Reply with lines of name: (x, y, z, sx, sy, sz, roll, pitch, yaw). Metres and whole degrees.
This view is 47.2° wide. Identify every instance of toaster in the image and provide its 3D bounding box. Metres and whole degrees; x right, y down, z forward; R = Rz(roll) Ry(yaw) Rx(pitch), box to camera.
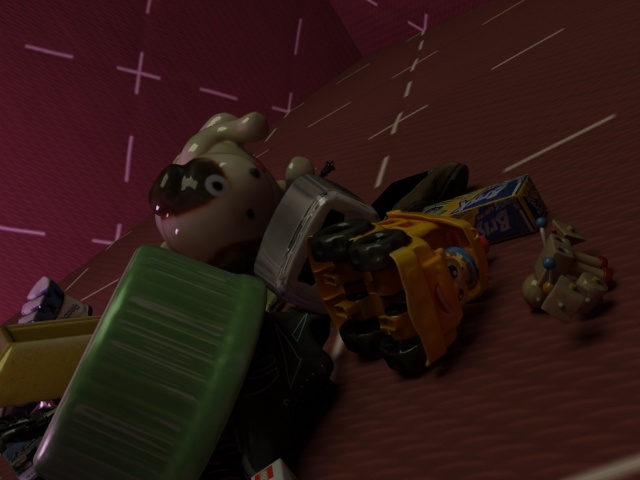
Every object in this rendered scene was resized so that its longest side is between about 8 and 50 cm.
toaster: (0.000, 0.000, 1.068, 0.227, 0.129, 0.146, -64, 22, 5)

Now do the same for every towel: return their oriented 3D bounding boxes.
towel: (-0.098, 0.101, 1.235, 0.110, 0.027, 0.148, -24, 17, 27)

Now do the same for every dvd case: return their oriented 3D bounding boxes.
dvd case: (-0.442, 0.330, 1.244, 0.180, 0.022, 0.253, -41, 17, -26)

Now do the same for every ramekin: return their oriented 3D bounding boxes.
ramekin: (-0.192, 0.152, 0.817, 0.303, 0.148, 0.303, -59, 13, 23)

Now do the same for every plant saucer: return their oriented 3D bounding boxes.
plant saucer: (-0.379, 0.173, 1.170, 0.333, 0.081, 0.333, -5, 2, -27)

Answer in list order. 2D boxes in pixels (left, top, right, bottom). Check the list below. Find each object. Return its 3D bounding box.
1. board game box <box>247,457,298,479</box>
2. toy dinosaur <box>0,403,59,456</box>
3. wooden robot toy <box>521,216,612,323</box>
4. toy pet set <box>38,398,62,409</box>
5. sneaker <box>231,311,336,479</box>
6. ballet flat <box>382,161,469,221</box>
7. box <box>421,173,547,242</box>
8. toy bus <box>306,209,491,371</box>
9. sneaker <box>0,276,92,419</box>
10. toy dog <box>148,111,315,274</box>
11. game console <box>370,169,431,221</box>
board game box: (-0.083, 0.311, 0.547, 0.193, 0.053, 0.305, -34, 16, 1)
toy dinosaur: (-0.331, 0.265, 0.991, 0.218, 0.164, 0.322, -19, -16, -11)
wooden robot toy: (0.236, 0.045, 0.726, 0.173, 0.076, 0.079, -66, 0, -61)
toy pet set: (-0.398, 0.249, 1.156, 0.122, 0.065, 0.114, 7, -60, -52)
sneaker: (-0.038, 0.162, 0.810, 0.106, 0.101, 0.267, -7, 33, 4)
ballet flat: (0.147, -0.052, 1.088, 0.058, 0.084, 0.250, 16, 40, 30)
box: (0.205, -0.029, 0.963, 0.169, 0.059, 0.054, -19, 22, 43)
toy bus: (0.119, 0.034, 0.846, 0.211, 0.149, 0.220, -22, 14, -21)
sneaker: (-0.536, 0.248, 1.489, 0.127, 0.182, 0.315, -17, 52, 49)
toy dog: (-0.207, -0.076, 1.409, 0.395, 0.284, 0.408, -34, 10, -4)
game console: (0.048, -0.021, 1.281, 0.361, 0.044, 0.213, -15, 23, 46)
